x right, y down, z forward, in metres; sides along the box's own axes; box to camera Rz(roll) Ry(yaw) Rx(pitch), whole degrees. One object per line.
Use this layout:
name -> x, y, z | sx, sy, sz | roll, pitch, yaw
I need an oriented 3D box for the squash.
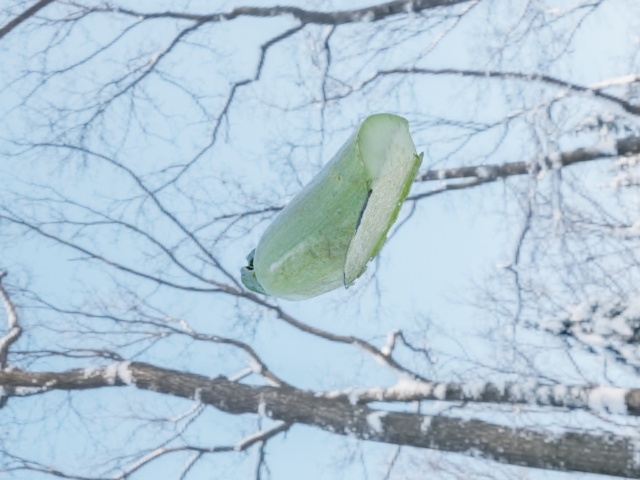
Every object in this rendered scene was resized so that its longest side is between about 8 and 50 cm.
squash -> 0.003, 0.001, 0.581 | 0.075, 0.200, 0.090 | 33, -134, -13
